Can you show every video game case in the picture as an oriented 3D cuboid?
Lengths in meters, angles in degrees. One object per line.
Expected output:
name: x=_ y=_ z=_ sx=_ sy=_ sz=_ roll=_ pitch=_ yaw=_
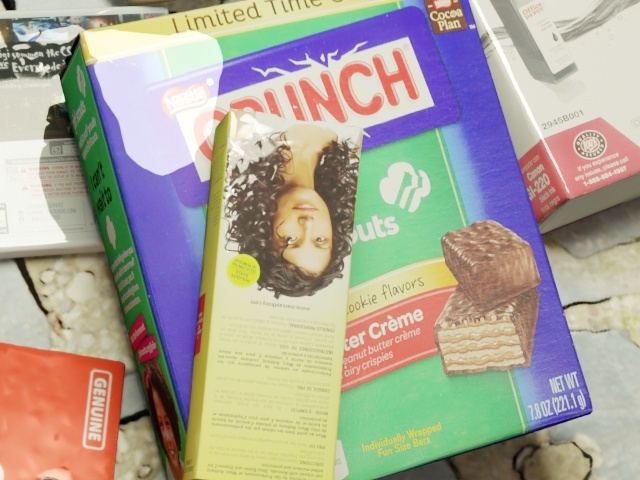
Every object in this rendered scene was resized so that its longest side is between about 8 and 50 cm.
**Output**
video game case: x=-0.186 y=-0.074 z=1.284 sx=0.190 sy=0.022 sz=0.173 roll=-4 pitch=74 yaw=-15

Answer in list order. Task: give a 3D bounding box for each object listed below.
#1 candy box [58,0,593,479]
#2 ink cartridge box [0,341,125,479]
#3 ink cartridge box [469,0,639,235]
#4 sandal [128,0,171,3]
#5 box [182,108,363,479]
candy box: x=0.000 y=0.000 z=1.238 sx=0.268 sy=0.122 sz=0.317 roll=-14 pitch=83 yaw=-19
ink cartridge box: x=-0.241 y=0.156 z=1.137 sx=0.238 sy=0.060 sz=0.275 roll=9 pitch=55 yaw=-11
ink cartridge box: x=0.179 y=-0.134 z=1.364 sx=0.158 sy=0.092 sz=0.218 roll=-21 pitch=77 yaw=-20
sandal: x=-0.040 y=-0.233 z=1.343 sx=0.240 sy=0.079 sz=0.088 roll=-37 pitch=69 yaw=6
box: x=-0.030 y=0.044 z=1.126 sx=0.087 sy=0.058 sz=0.232 roll=6 pitch=80 yaw=-13
